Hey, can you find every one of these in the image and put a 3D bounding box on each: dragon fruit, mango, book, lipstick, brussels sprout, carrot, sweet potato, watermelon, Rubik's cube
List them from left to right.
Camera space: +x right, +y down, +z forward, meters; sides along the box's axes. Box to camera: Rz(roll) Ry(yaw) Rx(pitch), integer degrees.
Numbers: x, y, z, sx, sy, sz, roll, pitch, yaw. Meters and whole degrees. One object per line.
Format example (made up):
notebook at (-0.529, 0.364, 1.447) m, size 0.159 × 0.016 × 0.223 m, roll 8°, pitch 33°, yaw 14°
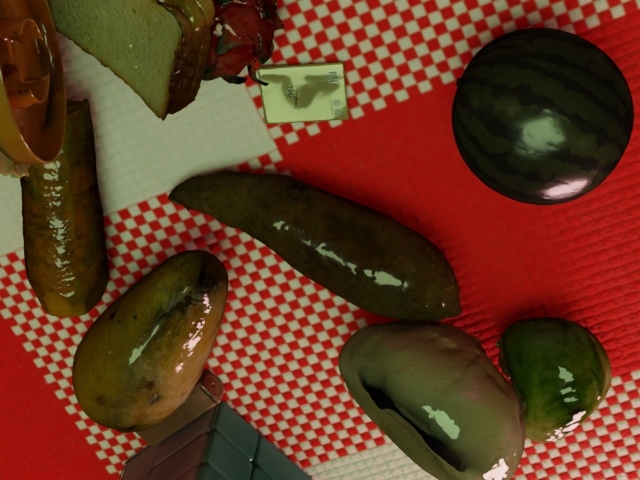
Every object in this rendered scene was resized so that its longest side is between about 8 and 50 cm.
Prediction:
carrot at (-0.345, -0.043, 1.573) m, size 0.114 × 0.114 × 0.302 m, roll 3°, pitch 117°, yaw 6°
mango at (-0.228, 0.130, 1.621) m, size 0.175 × 0.176 × 0.330 m, roll 20°, pitch 116°, yaw -19°
lipstick at (-0.210, 0.249, 1.761) m, size 0.145 × 0.045 × 0.045 m, roll -35°, pitch 111°, yaw 24°
Rubik's cube at (-0.165, 0.418, 1.747) m, size 0.221 × 0.225 × 0.231 m, roll -37°, pitch 109°, yaw 24°
dragon fruit at (-0.112, -0.256, 1.427) m, size 0.121 × 0.130 × 0.142 m, roll 2°, pitch 125°, yaw -33°
book at (-0.021, -0.188, 1.505) m, size 0.110 × 0.014 × 0.077 m, roll -2°, pitch 118°, yaw 8°
sweet potato at (-0.001, -0.004, 1.553) m, size 0.422 × 0.130 × 0.131 m, roll 23°, pitch 120°, yaw 2°
watermelon at (0.255, -0.145, 1.384) m, size 0.212 × 0.212 × 0.212 m, roll 3°, pitch 120°, yaw 5°
brussels sprout at (0.320, 0.185, 1.607) m, size 0.145 × 0.131 × 0.183 m, roll -14°, pitch 112°, yaw 21°

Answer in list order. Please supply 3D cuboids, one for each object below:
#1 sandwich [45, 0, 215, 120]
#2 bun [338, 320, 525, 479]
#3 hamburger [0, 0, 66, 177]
sandwich at (-0.226, -0.266, 1.383) m, size 0.214 × 0.065 × 0.186 m, roll 39°, pitch 142°, yaw 14°
bun at (0.170, 0.204, 1.593) m, size 0.179 × 0.283 × 0.283 m, roll -47°, pitch 109°, yaw -13°
hamburger at (-0.425, -0.191, 1.347) m, size 0.212 × 0.274 × 0.275 m, roll -6°, pitch 119°, yaw 5°
